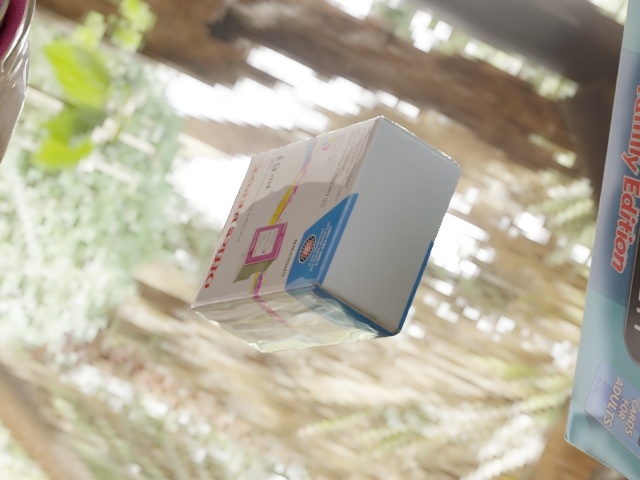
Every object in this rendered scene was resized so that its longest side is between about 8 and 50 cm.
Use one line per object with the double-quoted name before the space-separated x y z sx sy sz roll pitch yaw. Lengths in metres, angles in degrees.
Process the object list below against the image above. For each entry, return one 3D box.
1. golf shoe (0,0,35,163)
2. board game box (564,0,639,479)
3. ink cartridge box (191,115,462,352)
"golf shoe" -0.199 -0.111 0.987 0.306 0.115 0.140 102 -15 -45
"board game box" 0.286 -0.027 0.892 0.079 0.336 0.253 31 -61 57
"ink cartridge box" 0.000 0.000 0.907 0.122 0.052 0.088 -14 -130 59
